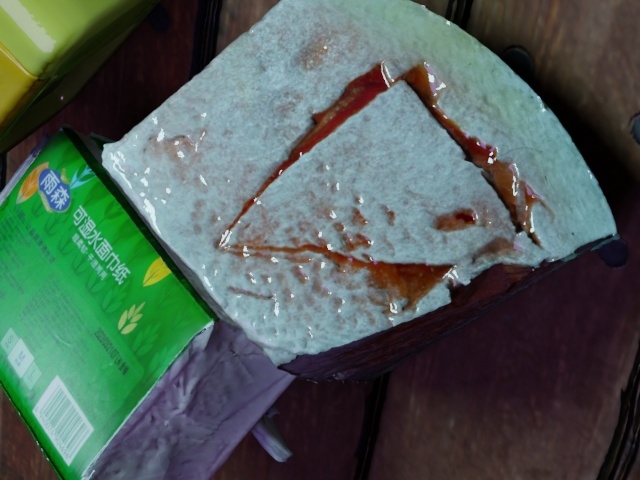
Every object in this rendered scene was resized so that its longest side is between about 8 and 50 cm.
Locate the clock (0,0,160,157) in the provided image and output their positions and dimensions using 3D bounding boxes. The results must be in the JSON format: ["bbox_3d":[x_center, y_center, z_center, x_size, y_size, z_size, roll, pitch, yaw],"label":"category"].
[{"bbox_3d":[-0.185,-0.131,1.173,0.096,0.143,0.202,50,137,-1],"label":"clock"}]

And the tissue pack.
[{"bbox_3d":[-0.110,0.055,1.203,0.148,0.156,0.209,-53,49,14],"label":"tissue pack"}]

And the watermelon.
[{"bbox_3d":[0.000,0.000,1.060,0.213,0.201,0.261,49,146,5],"label":"watermelon"}]
